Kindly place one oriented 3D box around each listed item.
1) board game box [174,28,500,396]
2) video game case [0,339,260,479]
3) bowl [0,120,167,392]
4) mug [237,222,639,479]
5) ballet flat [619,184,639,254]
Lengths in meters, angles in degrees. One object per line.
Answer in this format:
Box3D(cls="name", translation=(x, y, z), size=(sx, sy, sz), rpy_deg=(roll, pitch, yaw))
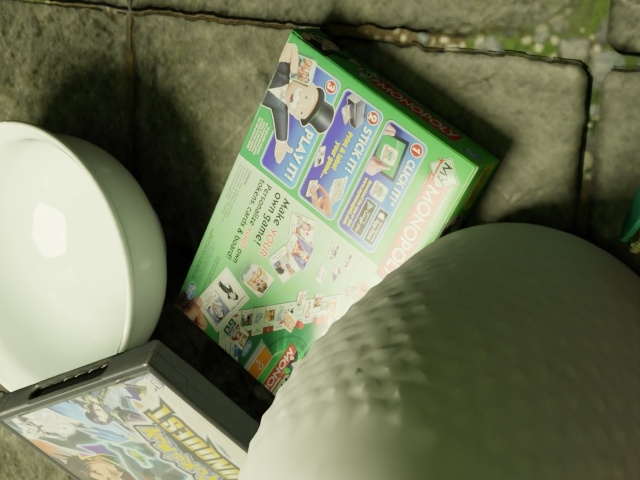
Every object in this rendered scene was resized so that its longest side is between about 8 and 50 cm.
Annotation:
Box3D(cls="board game box", translation=(0.000, 0.000, 0.959), size=(0.213, 0.046, 0.317), rpy_deg=(39, 122, 21))
Box3D(cls="video game case", translation=(-0.148, 0.216, 1.036), size=(0.248, 0.035, 0.275), rpy_deg=(-21, 126, 38))
Box3D(cls="bowl", translation=(-0.257, 0.015, 1.099), size=(0.298, 0.134, 0.298), rpy_deg=(11, 109, 34))
Box3D(cls="mug", translation=(0.067, 0.197, 0.753), size=(0.276, 0.328, 0.374), rpy_deg=(43, 122, 8))
Box3D(cls="ballet flat", translation=(0.279, -0.086, 0.711), size=(0.077, 0.091, 0.241), rpy_deg=(19, 118, 8))
